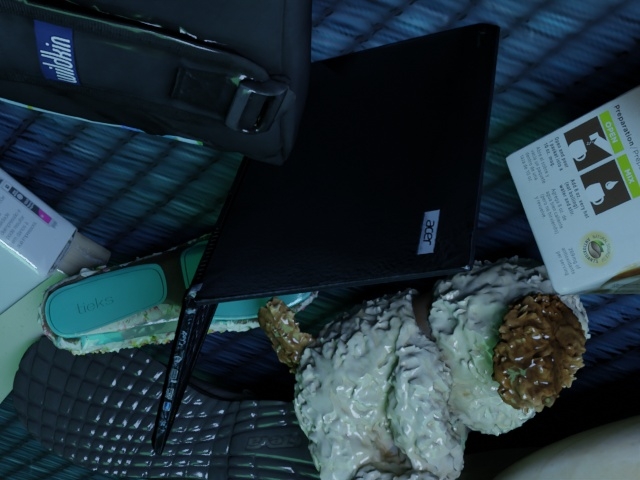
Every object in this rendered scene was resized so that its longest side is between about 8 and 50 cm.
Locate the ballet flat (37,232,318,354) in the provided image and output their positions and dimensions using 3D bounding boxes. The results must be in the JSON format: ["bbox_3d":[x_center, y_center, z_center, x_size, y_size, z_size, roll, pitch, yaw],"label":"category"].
[{"bbox_3d":[-0.121,0.046,0.779,0.241,0.091,0.077,-7,167,-4],"label":"ballet flat"}]

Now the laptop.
[{"bbox_3d":[0.000,0.000,0.597,0.136,0.234,0.264,19,135,-2],"label":"laptop"}]

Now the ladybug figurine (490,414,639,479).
[{"bbox_3d":[0.332,0.222,0.679,0.449,0.162,0.305,-7,150,-3],"label":"ladybug figurine"}]

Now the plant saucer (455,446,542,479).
[{"bbox_3d":[0.146,0.263,0.888,0.278,0.041,0.278,-8,149,-5],"label":"plant saucer"}]

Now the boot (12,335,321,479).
[{"bbox_3d":[-0.120,0.200,0.891,0.338,0.118,0.223,18,163,11],"label":"boot"}]

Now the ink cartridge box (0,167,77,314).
[{"bbox_3d":[-0.420,-0.026,0.740,0.324,0.071,0.330,-30,116,37],"label":"ink cartridge box"}]

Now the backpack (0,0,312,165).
[{"bbox_3d":[-0.181,-0.203,0.460,0.355,0.273,0.290,-1,147,-1],"label":"backpack"}]

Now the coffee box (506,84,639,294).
[{"bbox_3d":[0.258,-0.054,0.525,0.246,0.098,0.141,-29,160,37],"label":"coffee box"}]

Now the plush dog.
[{"bbox_3d":[0.095,0.090,0.685,0.225,0.262,0.211,-30,92,11],"label":"plush dog"}]

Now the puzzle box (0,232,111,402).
[{"bbox_3d":[-0.413,0.060,0.907,0.272,0.052,0.409,34,133,-17],"label":"puzzle box"}]
